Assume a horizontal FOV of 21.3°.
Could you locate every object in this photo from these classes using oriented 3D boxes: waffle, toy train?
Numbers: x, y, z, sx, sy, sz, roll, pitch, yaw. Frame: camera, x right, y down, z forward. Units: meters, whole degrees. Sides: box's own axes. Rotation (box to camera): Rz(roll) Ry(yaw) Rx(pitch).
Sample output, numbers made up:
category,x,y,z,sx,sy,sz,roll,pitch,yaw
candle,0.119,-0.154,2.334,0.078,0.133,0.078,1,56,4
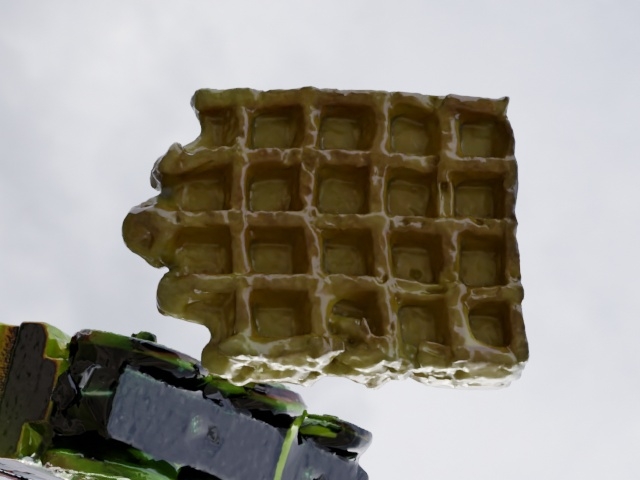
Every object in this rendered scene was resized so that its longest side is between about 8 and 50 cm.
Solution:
category,x,y,z,sx,sy,sz,roll,pitch,yaw
waffle,0.000,0.000,0.904,0.055,0.211,0.160,116,-27,-68
toy train,-0.088,0.130,1.078,0.160,0.296,0.100,0,-110,39
